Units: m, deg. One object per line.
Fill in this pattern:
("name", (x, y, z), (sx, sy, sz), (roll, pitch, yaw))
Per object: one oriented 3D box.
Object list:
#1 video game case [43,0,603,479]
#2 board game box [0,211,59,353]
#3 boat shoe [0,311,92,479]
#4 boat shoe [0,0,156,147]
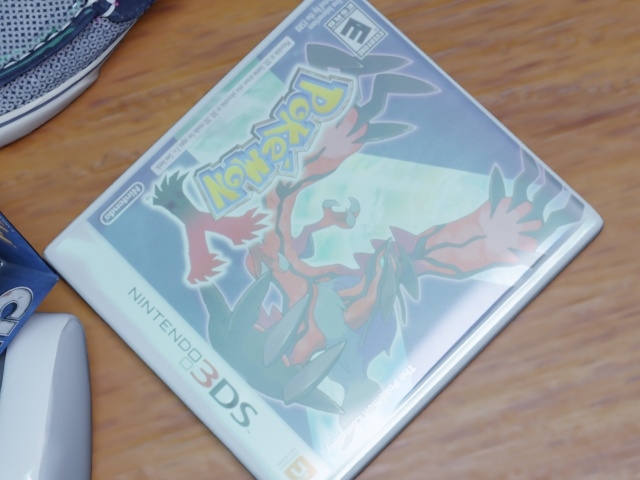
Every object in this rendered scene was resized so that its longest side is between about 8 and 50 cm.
("video game case", (0.000, 0.000, 0.790), (0.201, 0.023, 0.183), (-44, 77, -6))
("board game box", (-0.244, 0.000, 0.748), (0.243, 0.042, 0.165), (45, 101, 28))
("boat shoe", (-0.169, 0.175, 0.725), (0.102, 0.108, 0.301), (8, 84, 6))
("boat shoe", (-0.103, -0.177, 0.766), (0.127, 0.158, 0.340), (44, 84, 5))
